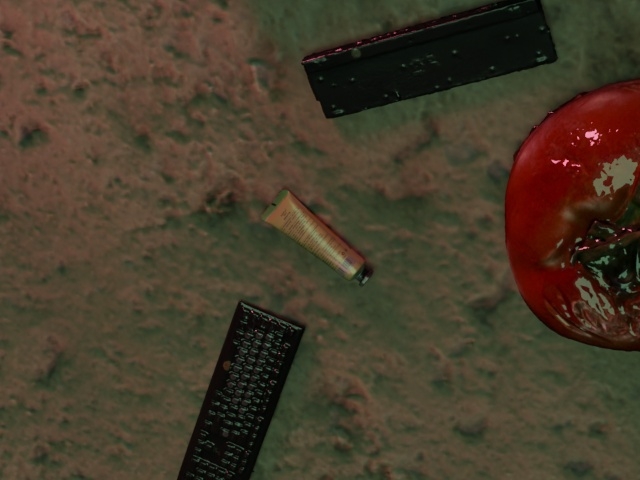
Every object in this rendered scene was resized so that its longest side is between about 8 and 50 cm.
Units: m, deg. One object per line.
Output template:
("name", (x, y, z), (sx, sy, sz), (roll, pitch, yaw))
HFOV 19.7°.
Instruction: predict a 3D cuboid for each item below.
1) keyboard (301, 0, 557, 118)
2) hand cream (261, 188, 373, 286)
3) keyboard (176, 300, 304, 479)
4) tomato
("keyboard", (0.084, -0.143, 1.436), (0.195, 0.018, 0.060), (-13, 117, 18))
("hand cream", (0.000, 0.000, 1.514), (0.102, 0.022, 0.035), (39, 116, 1))
("keyboard", (-0.071, 0.146, 1.596), (0.063, 0.010, 0.198), (22, 116, 5))
("tomato", (0.245, -0.003, 1.415), (0.228, 0.101, 0.228), (6, 115, 13))
